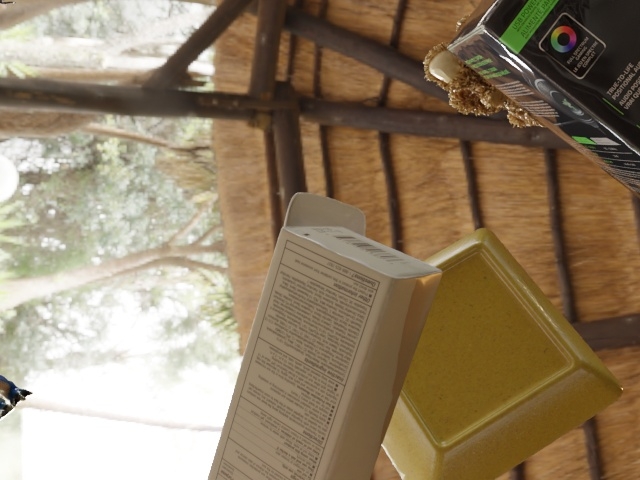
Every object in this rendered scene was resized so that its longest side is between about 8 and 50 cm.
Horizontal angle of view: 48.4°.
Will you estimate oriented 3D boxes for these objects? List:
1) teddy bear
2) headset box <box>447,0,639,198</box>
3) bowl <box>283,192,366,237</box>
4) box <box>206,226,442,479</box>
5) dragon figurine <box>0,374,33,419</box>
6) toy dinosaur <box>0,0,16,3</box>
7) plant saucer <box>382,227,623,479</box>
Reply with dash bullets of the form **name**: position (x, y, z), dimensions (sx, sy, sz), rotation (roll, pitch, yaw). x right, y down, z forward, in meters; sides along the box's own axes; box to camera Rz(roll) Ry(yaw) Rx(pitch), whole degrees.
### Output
- **teddy bear**: position (0.344, -0.321, 1.329), dimensions (0.245, 0.338, 0.113), rotation (117, -33, -43)
- **headset box**: position (0.260, -0.160, 0.467), dimensions (0.246, 0.283, 0.131), rotation (-52, -175, 8)
- **bowl**: position (0.000, 0.000, 1.204), dimensions (0.053, 0.142, 0.142), rotation (131, -29, -59)
- **box**: position (0.000, 0.152, 0.765), dimensions (0.148, 0.121, 0.311), rotation (26, -75, 29)
- **dragon figurine**: position (-0.420, 0.156, 0.824), dimensions (0.144, 0.085, 0.289), rotation (52, -8, -5)
- **toy dinosaur**: position (-0.352, -0.231, 0.710), dimensions (0.047, 0.090, 0.082), rotation (-125, -147, -53)
- **plant saucer**: position (0.201, 0.156, 1.019), dimensions (0.333, 0.333, 0.081), rotation (56, -9, 30)
